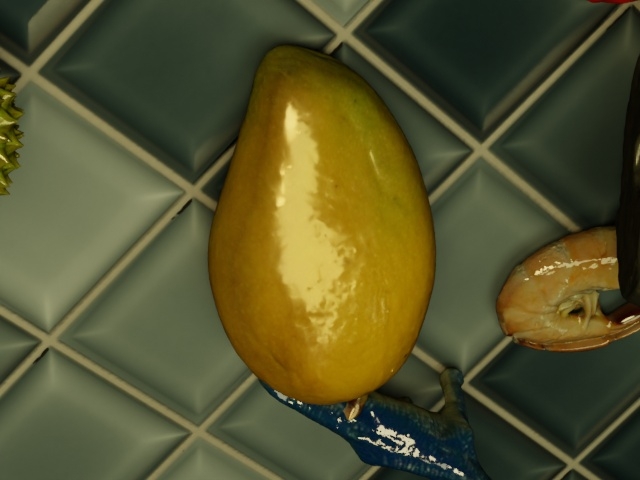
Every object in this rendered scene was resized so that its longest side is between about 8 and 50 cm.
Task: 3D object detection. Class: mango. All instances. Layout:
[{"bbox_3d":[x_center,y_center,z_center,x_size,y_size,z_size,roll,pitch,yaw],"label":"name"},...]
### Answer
[{"bbox_3d":[0.000,0.000,1.394,0.177,0.119,0.316,-9,115,-11],"label":"mango"}]

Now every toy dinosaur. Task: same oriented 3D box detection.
[{"bbox_3d":[0.067,0.170,1.483,0.248,0.188,0.075,16,115,-24],"label":"toy dinosaur"}]

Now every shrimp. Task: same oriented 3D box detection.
[{"bbox_3d":[0.262,0.040,1.553,0.236,0.053,0.133,-14,124,-8],"label":"shrimp"}]

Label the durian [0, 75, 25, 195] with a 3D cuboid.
[{"bbox_3d":[-0.274,-0.086,1.208,0.146,0.159,0.198,-4,90,-30],"label":"durian"}]

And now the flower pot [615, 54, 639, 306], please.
[{"bbox_3d":[0.365,-0.054,1.396,0.251,0.379,0.379,5,122,0],"label":"flower pot"}]

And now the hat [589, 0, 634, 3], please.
[{"bbox_3d":[0.302,-0.274,1.286,0.332,0.242,0.274,-25,107,25],"label":"hat"}]
